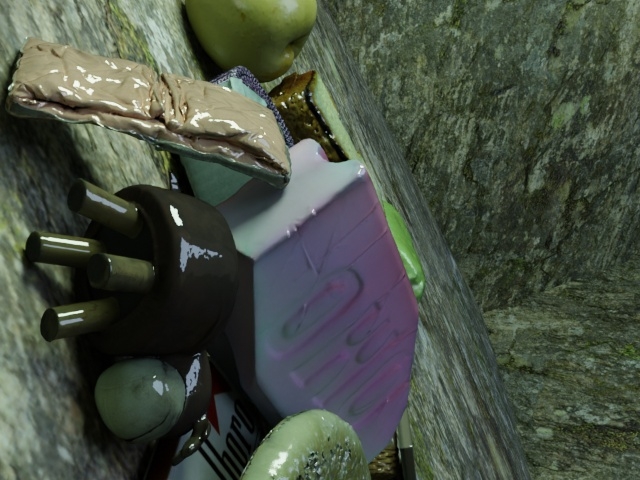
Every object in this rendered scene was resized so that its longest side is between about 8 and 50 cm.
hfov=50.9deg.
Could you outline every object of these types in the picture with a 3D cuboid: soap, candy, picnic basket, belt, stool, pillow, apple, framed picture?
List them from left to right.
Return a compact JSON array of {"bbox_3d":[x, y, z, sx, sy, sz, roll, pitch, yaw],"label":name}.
[{"bbox_3d":[-0.131,0.051,0.480,0.121,0.125,0.217,10,77,-52],"label":"stool"},{"bbox_3d":[-0.134,-0.111,0.560,0.232,0.043,0.126,13,29,-21],"label":"pillow"},{"bbox_3d":[-0.099,-0.333,0.990,0.200,0.199,0.200,58,18,-31],"label":"apple"},{"bbox_3d":[-0.067,-0.053,0.818,0.260,0.122,0.325,26,42,-74],"label":"belt"},{"bbox_3d":[-0.004,0.088,0.662,0.109,0.192,0.324,35,-23,46],"label":"soap"},{"bbox_3d":[0.073,0.278,0.908,0.072,0.071,0.083,45,37,-54],"label":"picnic basket"},{"bbox_3d":[0.108,0.022,1.249,0.142,0.132,0.343,45,13,-13],"label":"candy"},{"bbox_3d":[0.129,0.323,0.994,0.192,0.018,0.266,-89,170,-58],"label":"framed picture"}]

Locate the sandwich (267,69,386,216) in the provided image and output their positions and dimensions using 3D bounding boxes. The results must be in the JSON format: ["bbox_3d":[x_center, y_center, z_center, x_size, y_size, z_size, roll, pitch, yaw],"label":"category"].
[{"bbox_3d":[0.011,-0.138,1.096,0.273,0.095,0.249,59,15,-19],"label":"sandwich"}]

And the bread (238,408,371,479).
[{"bbox_3d":[-0.005,0.274,0.562,0.267,0.040,0.267,-3,90,-65],"label":"bread"}]

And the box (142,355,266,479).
[{"bbox_3d":[-0.092,0.192,0.542,0.115,0.035,0.178,61,17,-24],"label":"box"}]
